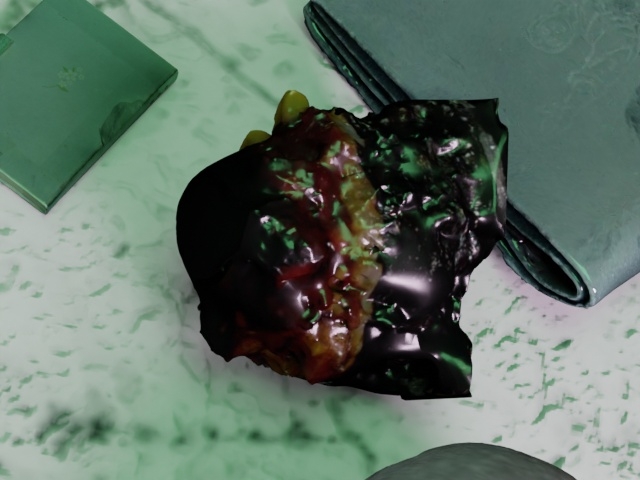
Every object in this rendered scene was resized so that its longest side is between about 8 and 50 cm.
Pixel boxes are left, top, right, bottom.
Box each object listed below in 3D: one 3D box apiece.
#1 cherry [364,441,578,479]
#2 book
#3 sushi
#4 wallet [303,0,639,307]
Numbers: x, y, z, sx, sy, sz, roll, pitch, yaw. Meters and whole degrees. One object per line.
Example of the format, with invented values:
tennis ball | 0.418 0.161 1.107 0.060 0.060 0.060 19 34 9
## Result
cherry | 0.079 0.211 0.788 0.266 0.183 0.213 -10 49 -36
book | -0.170 -0.092 0.992 0.103 0.017 0.135 37 60 4
sushi | 0.000 0.000 0.907 0.150 0.153 0.172 9 79 -32
wallet | 0.167 -0.107 1.066 0.251 0.054 0.290 -27 66 -29
